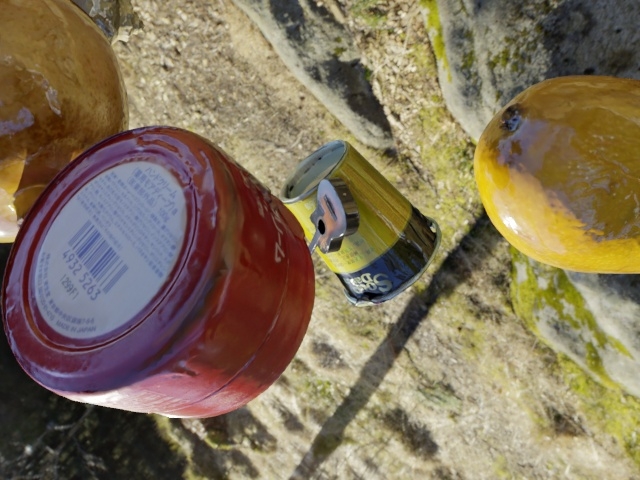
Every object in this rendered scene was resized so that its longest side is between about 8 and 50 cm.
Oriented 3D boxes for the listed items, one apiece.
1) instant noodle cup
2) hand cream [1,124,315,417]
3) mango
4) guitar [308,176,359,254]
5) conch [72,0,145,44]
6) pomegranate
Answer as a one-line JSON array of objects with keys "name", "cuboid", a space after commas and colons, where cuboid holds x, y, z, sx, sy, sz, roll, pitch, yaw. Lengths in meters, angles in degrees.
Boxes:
[{"name": "instant noodle cup", "cuboid": [0.057, -0.036, 0.922, 0.236, 0.215, 0.215, 46, 148, -24]}, {"name": "hand cream", "cuboid": [-0.130, 0.030, 0.451, 0.230, 0.230, 0.149, 19, 169, 30]}, {"name": "mango", "cuboid": [0.272, -0.047, 0.488, 0.295, 0.120, 0.177, 17, 115, -21]}, {"name": "guitar", "cuboid": [0.000, 0.000, 0.820, 0.088, 0.025, 0.233, 64, 151, 26]}, {"name": "conch", "cuboid": [-0.427, -0.312, 0.786, 0.186, 0.324, 0.263, 175, 95, -76]}, {"name": "pomegranate", "cuboid": [-0.358, -0.136, 0.596, 0.319, 0.319, 0.319, 27, 144, 22]}]
